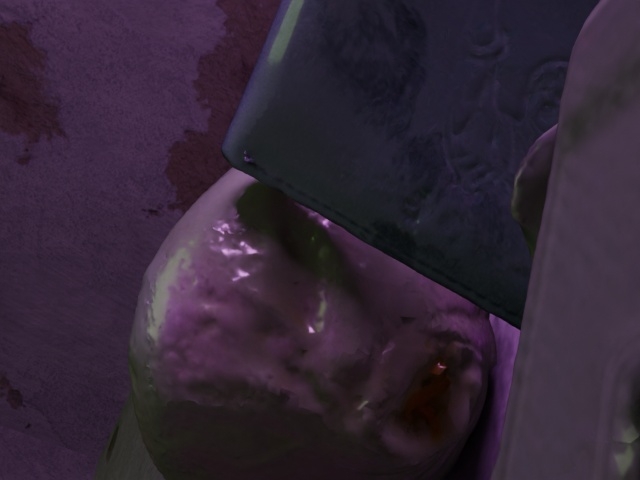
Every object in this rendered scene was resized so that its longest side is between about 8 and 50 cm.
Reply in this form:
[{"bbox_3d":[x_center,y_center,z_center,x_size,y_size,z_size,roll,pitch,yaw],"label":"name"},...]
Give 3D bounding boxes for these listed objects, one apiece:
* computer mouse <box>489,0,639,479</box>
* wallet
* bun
[{"bbox_3d":[0.150,0.089,0.299,0.228,0.146,0.428,175,105,-69],"label":"computer mouse"},{"bbox_3d":[0.104,-0.090,0.548,0.251,0.290,0.054,-65,-16,19],"label":"wallet"},{"bbox_3d":[0.025,0.076,0.691,0.187,0.293,0.293,8,72,43],"label":"bun"}]
